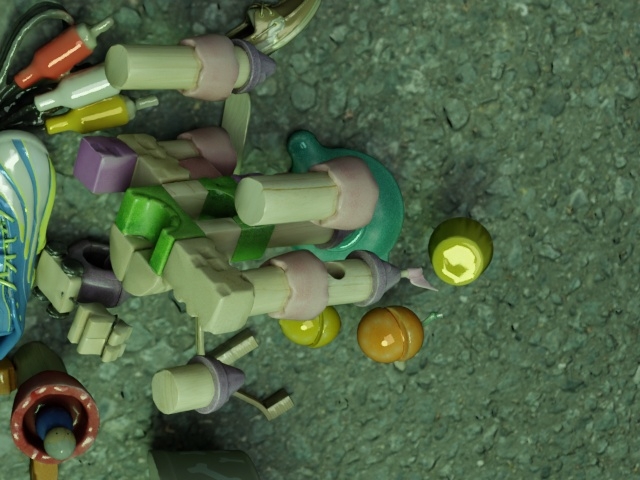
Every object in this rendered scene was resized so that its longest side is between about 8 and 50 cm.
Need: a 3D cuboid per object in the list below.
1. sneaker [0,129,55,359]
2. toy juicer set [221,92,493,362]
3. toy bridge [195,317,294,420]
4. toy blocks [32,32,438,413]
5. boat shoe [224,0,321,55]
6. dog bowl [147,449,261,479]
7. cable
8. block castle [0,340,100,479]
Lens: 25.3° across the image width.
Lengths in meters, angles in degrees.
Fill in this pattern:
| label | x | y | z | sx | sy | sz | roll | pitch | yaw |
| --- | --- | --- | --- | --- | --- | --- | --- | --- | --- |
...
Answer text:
| label | x | y | z | sx | sy | sz | roll | pitch | yaw |
| --- | --- | --- | --- | --- | --- | --- | --- | --- | --- |
| sneaker | -0.299 | 0.020 | 1.359 | 0.091 | 0.126 | 0.240 | 3 | 123 | -23 |
| toy juicer set | 0.000 | 0.000 | 1.510 | 0.329 | 0.089 | 0.209 | 32 | 105 | 0 |
| toy bridge | -0.099 | 0.120 | 1.543 | 0.063 | 0.026 | 0.188 | -32 | 114 | -5 |
| toy blocks | -0.071 | -0.009 | 1.374 | 0.260 | 0.288 | 0.309 | -6 | 130 | -43 |
| boat shoe | -0.059 | -0.214 | 1.434 | 0.135 | 0.050 | 0.045 | -41 | 121 | -2 |
| dog bowl | -0.094 | 0.374 | 1.462 | 0.102 | 0.349 | 0.349 | -12 | 111 | -12 |
| cable | -0.305 | -0.122 | 1.366 | 0.287 | 0.072 | 0.139 | -32 | 119 | -7 |
| block castle | -0.445 | 0.276 | 1.373 | 0.453 | 0.213 | 0.303 | -3 | 108 | -18 |
